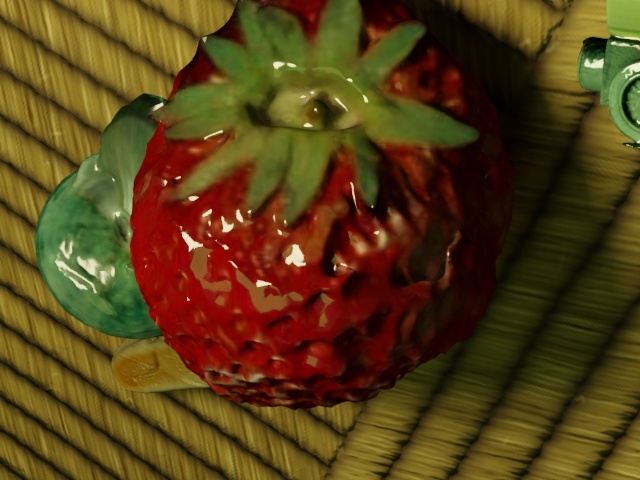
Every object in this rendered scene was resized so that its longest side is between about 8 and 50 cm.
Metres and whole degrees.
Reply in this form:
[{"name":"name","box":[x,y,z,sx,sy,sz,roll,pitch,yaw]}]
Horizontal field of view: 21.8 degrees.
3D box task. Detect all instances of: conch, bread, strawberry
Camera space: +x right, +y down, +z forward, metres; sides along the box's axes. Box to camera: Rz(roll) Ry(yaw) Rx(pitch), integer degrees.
[{"name":"conch","box":[-0.151,-0.015,1.396,0.202,0.134,0.196,-2,79,41]},{"name":"bread","box":[-0.100,0.093,1.487,0.214,0.053,0.073,-11,118,35]},{"name":"strawberry","box":[0.009,-0.005,1.204,0.292,0.291,0.310,9,151,29]}]

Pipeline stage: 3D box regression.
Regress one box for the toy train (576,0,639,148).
[{"name":"toy train","box":[0.289,-0.130,1.046,0.253,0.105,0.157,14,113,26]}]
